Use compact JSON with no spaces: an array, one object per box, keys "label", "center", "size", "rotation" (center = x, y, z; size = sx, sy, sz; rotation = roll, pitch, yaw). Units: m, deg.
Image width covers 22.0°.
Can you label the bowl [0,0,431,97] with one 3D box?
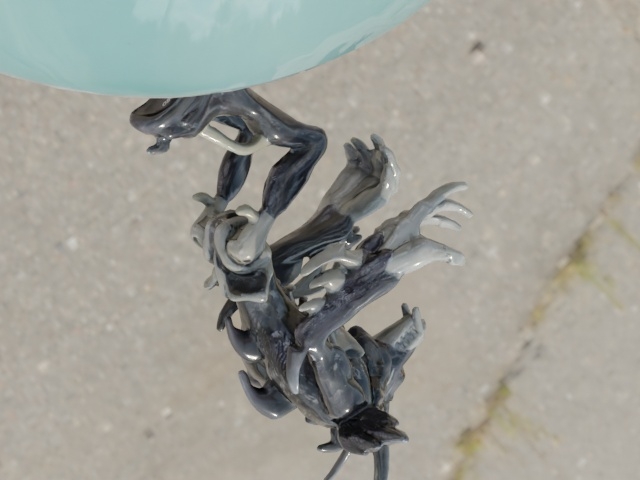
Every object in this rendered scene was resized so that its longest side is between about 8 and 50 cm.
[{"label":"bowl","center":[-0.046,-0.207,0.473],"size":[0.311,0.311,0.163],"rotation":[-34,-178,-10]}]

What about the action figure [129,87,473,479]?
[{"label":"action figure","center":[0.000,0.000,0.817],"size":[0.141,0.164,0.275],"rotation":[-32,117,-13]}]
